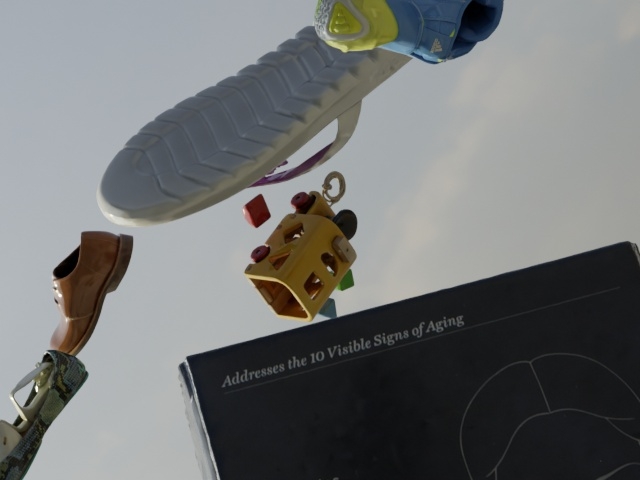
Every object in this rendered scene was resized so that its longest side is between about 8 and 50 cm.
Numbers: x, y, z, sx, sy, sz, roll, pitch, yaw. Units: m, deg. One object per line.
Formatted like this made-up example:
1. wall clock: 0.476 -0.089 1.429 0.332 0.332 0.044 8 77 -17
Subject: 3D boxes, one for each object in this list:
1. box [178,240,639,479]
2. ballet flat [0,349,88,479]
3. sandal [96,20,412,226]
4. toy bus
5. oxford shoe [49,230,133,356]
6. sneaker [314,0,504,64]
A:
1. box: 0.154 0.313 1.740 0.480 0.472 0.297 -14 -28 -7
2. ballet flat: -0.340 0.206 2.026 0.188 0.070 0.070 -60 -15 -21
3. sandal: -0.036 -0.118 1.836 0.416 0.169 0.102 -35 -53 -14
4. toy bus: -0.004 0.012 2.360 0.191 0.104 0.202 -4 -83 -43
5. oxford shoe: -0.298 0.063 2.162 0.076 0.076 0.212 -99 30 -49
6. sneaker: 0.080 -0.195 1.337 0.240 0.126 0.091 -63 -5 -51
